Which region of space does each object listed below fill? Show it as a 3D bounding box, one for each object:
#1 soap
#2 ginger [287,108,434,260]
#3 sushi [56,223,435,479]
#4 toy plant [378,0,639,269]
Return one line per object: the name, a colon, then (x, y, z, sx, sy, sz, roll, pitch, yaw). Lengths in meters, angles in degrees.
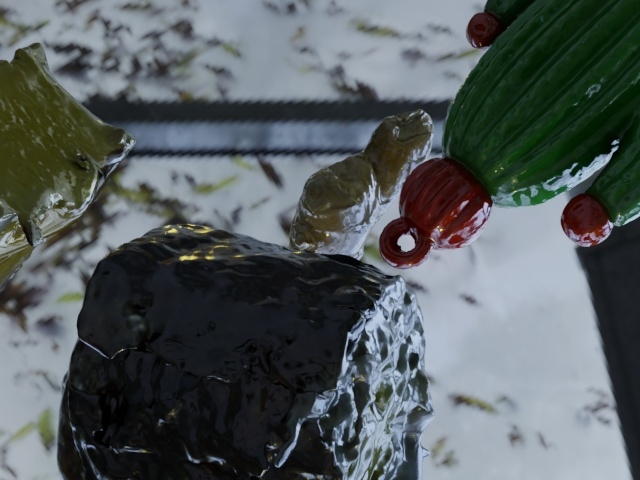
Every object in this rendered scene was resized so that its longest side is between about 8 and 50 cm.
soap: (-0.192, 0.023, 0.717, 0.233, 0.076, 0.135, -41, -178, 28)
ginger: (0.000, 0.000, 1.687, 0.081, 0.148, 0.333, 40, -68, 12)
sushi: (-0.067, 0.139, 1.450, 0.294, 0.299, 0.281, 13, -137, 22)
toy plant: (0.142, -0.073, 0.946, 0.155, 0.088, 0.240, 15, -112, 18)
